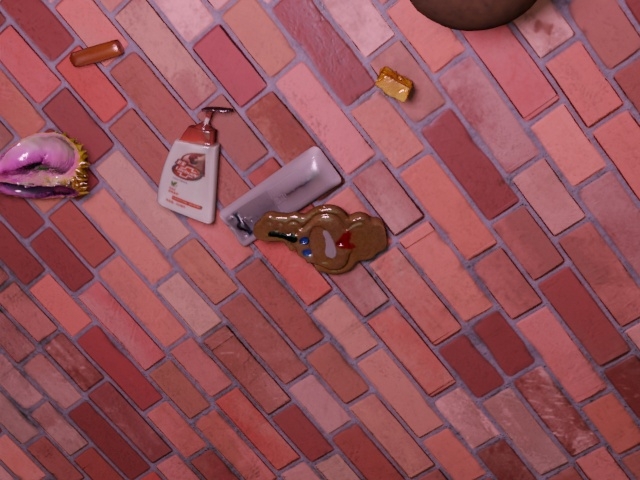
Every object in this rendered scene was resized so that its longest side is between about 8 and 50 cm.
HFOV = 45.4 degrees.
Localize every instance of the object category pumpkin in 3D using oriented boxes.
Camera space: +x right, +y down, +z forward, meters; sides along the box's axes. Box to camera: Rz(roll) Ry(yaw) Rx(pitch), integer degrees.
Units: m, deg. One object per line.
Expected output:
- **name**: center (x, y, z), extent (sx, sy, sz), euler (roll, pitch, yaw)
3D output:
- **pumpkin**: center (0.158, -0.342, 1.689), extent (0.083, 0.074, 0.054), euler (32, 118, -4)

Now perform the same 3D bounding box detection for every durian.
- **durian**: center (-0.672, -0.181, 1.865), extent (0.260, 0.154, 0.186), euler (13, 90, 10)

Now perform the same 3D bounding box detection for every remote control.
- **remote control**: center (-0.101, -0.099, 1.837), extent (0.313, 0.055, 0.109), euler (-33, 103, 20)

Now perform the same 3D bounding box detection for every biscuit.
- **biscuit**: center (-0.001, -0.007, 1.841), extent (0.320, 0.047, 0.183), euler (15, 120, -6)

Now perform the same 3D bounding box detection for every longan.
- **longan**: center (0.292, -0.549, 1.478), extent (0.297, 0.297, 0.297), euler (3, 112, 8)

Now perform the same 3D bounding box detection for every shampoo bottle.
- **shampoo bottle**: center (-0.290, -0.193, 1.822), extent (0.153, 0.071, 0.284), euler (21, 114, 2)

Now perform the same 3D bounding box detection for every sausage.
- **sausage**: center (-0.523, -0.435, 1.782), extent (0.131, 0.041, 0.039), euler (-11, 114, 13)
